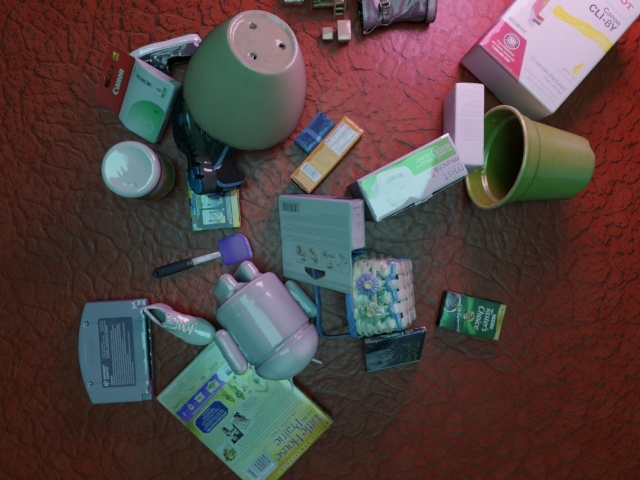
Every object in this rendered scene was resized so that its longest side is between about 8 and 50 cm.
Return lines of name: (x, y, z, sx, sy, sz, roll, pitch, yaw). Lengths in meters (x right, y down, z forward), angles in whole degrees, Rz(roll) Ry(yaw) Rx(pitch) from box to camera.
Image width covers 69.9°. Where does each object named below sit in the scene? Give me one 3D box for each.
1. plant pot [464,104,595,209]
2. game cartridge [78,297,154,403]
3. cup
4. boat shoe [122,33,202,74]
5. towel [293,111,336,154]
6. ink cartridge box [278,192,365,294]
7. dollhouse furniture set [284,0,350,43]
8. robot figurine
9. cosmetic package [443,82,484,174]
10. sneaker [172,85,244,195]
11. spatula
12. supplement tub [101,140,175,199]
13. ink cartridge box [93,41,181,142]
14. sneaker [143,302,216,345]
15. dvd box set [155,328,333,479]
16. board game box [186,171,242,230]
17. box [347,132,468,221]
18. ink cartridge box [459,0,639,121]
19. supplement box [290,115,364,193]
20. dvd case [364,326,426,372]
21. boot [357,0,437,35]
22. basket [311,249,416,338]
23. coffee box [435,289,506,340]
plant pot: (0.578, -0.212, 1.253, 0.254, 0.276, 0.276, 4, 92, -14)
game cartridge: (-0.588, 0.316, 1.316, 0.196, 0.060, 0.294, -2, 92, -5)
cup: (-0.168, -0.427, 1.154, 0.331, 0.237, 0.331, 5, 75, -19)
boat shoe: (-0.433, -0.503, 1.281, 0.228, 0.080, 0.076, -21, 91, -9)
towel: (-0.014, -0.308, 1.318, 0.067, 0.029, 0.119, 43, 90, 9)
ink cartridge box: (0.000, 0.000, 1.235, 0.060, 0.275, 0.239, -16, 108, -43)
dollhouse furniture set: (-0.009, -0.639, 1.274, 0.182, 0.101, 0.161, -3, 92, -2)
robot figurine: (-0.143, 0.229, 1.241, 0.300, 0.200, 0.353, -36, 84, -30)
cosmetic package: (0.398, -0.307, 1.279, 0.085, 0.117, 0.231, 2, 84, -2)
sneaker: (-0.316, -0.275, 1.264, 0.139, 0.125, 0.341, -6, 70, -35)
spatula: (-0.346, 0.055, 1.325, 0.296, 0.030, 0.084, -17, 92, -1)
supplement tub: (-0.476, -0.180, 1.226, 0.144, 0.199, 0.144, 0, 92, -2)
ink cartridge box: (-0.516, -0.403, 1.255, 0.224, 0.056, 0.181, 29, 118, -5)
sneaker: (-0.398, 0.235, 1.278, 0.212, 0.094, 0.080, 20, 79, 9)
dvd box set: (-0.215, 0.484, 1.331, 0.420, 0.062, 0.307, 44, 90, -3)
board game box: (-0.302, -0.116, 1.311, 0.141, 0.048, 0.170, -4, 92, -4)
box: (0.224, -0.157, 1.238, 0.262, 0.231, 0.127, -27, 93, 0)
ink cartridge box: (0.635, -0.570, 1.270, 0.279, 0.160, 0.385, 41, 90, -3)
supplement box: (0.019, -0.239, 1.304, 0.080, 0.078, 0.233, 44, 89, 1)
dvd case: (0.206, 0.311, 1.279, 0.164, 0.221, 0.018, -12, 54, -2)
boot: (0.207, -0.721, 1.284, 0.229, 0.091, 0.263, -4, 94, -2)
basket: (0.109, 0.142, 1.274, 0.289, 0.201, 0.255, -7, 91, 32)
coffee box: (0.445, 0.221, 1.354, 0.184, 0.040, 0.113, 14, 92, -2)
